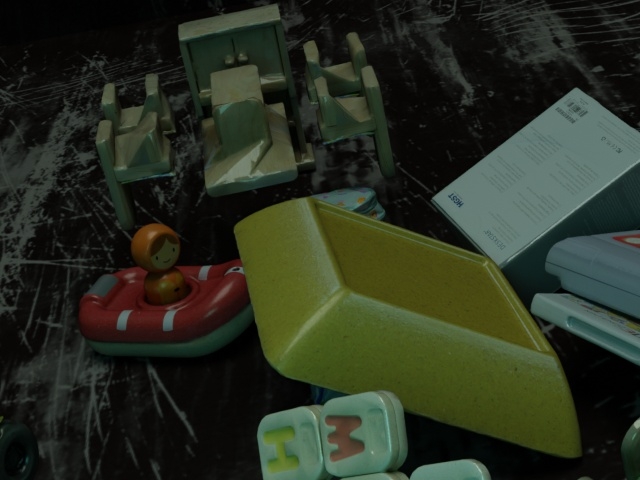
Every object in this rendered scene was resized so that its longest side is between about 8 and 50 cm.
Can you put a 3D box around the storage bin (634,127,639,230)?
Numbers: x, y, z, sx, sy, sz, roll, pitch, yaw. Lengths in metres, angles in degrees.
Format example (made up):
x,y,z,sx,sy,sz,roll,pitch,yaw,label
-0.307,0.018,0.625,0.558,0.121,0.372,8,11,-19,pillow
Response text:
x,y,z,sx,sy,sz,roll,pitch,yaw,label
0.418,-0.069,1.625,0.122,0.084,0.180,12,34,38,storage bin

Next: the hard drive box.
x,y,z,sx,sy,sz,roll,pitch,yaw,label
0.278,-0.052,1.513,0.232,0.089,0.181,-36,37,0,hard drive box

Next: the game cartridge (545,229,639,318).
x,y,z,sx,sy,sz,roll,pitch,yaw,label
0.411,0.036,1.346,0.294,0.060,0.196,-5,22,-37,game cartridge

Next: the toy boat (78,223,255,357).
x,y,z,sx,sy,sz,roll,pitch,yaw,label
-0.188,0.050,1.532,0.231,0.151,0.151,-1,28,19,toy boat

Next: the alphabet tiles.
x,y,z,sx,sy,sz,roll,pitch,yaw,label
0.020,0.254,0.890,0.021,0.284,0.278,3,-16,-43,alphabet tiles

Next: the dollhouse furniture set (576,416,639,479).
x,y,z,sx,sy,sz,roll,pitch,yaw,label
0.246,0.241,0.872,0.242,0.161,0.212,-41,47,-18,dollhouse furniture set

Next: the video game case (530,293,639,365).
x,y,z,sx,sy,sz,roll,pitch,yaw,label
0.363,0.096,1.274,0.227,0.026,0.206,2,15,-35,video game case

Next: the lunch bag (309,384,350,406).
x,y,z,sx,sy,sz,roll,pitch,yaw,label
0.061,0.121,1.369,0.151,0.096,0.129,-1,23,-6,lunch bag

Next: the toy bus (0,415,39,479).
x,y,z,sx,sy,sz,roll,pitch,yaw,label
-0.401,0.218,1.208,0.150,0.220,0.211,0,34,27,toy bus

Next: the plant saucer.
x,y,z,sx,sy,sz,roll,pitch,yaw,label
0.093,0.065,1.286,0.333,0.081,0.333,19,19,-18,plant saucer

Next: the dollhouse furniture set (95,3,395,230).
x,y,z,sx,sy,sz,roll,pitch,yaw,label
-0.099,-0.138,1.783,0.362,0.256,0.394,-12,30,0,dollhouse furniture set

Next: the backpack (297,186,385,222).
x,y,z,sx,sy,sz,roll,pitch,yaw,label
0.000,0.000,1.608,0.182,0.115,0.152,-16,23,-18,backpack
